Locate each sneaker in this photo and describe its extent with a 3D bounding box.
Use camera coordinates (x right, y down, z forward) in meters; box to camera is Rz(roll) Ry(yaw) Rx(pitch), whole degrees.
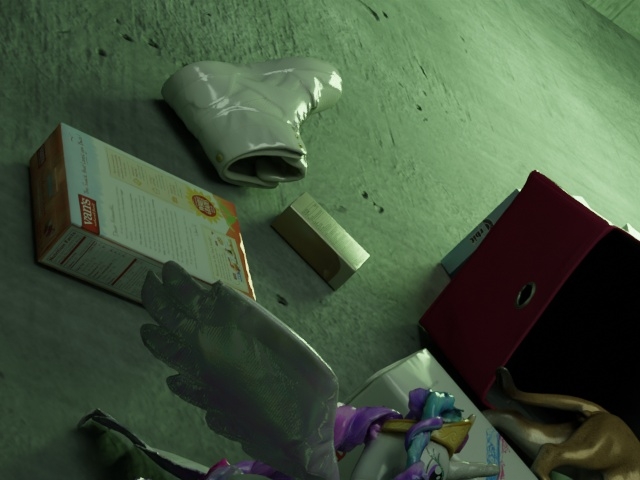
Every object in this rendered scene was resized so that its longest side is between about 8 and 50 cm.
[{"bbox_3d":[-0.053,-0.140,1.864,0.292,0.108,0.169,-11,62,-47],"label":"sneaker"}]

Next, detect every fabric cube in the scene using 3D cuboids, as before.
[{"bbox_3d":[0.317,0.106,1.784,0.259,0.254,0.258,34,8,-20],"label":"fabric cube"}]

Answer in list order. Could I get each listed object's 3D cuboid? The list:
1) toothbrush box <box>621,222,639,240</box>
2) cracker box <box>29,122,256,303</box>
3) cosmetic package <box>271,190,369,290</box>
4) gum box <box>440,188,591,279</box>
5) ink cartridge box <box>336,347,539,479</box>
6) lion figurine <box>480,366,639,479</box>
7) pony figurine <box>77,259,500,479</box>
[{"bbox_3d":[0.506,0.146,2.207,0.216,0.126,0.295,36,28,-17],"label":"toothbrush box"},{"bbox_3d":[-0.186,-0.010,1.536,0.232,0.067,0.155,26,32,-34],"label":"cracker box"},{"bbox_3d":[0.000,0.000,1.802,0.115,0.041,0.060,46,28,1],"label":"cosmetic package"},{"bbox_3d":[0.277,-0.003,2.060,0.184,0.157,0.041,2,49,-52],"label":"gum box"},{"bbox_3d":[0.102,0.273,1.402,0.278,0.201,0.117,50,26,9],"label":"ink cartridge box"},{"bbox_3d":[0.317,0.310,1.613,0.240,0.142,0.392,-10,89,-32],"label":"lion figurine"},{"bbox_3d":[-0.046,0.229,1.197,0.351,0.303,0.363,27,55,-4],"label":"pony figurine"}]
